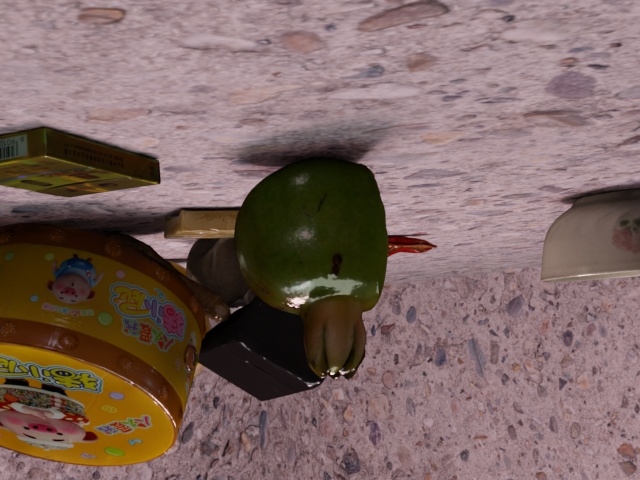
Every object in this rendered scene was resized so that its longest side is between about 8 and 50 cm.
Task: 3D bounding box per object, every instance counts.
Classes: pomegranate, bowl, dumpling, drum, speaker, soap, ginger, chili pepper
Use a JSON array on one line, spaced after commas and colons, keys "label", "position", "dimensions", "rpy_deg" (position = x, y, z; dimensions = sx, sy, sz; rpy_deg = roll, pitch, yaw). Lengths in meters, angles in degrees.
[{"label": "pomegranate", "position": [-0.017, 0.027, 1.042], "dimensions": [0.159, 0.241, 0.190], "rpy_deg": [-5, -169, -11]}, {"label": "bowl", "position": [0.512, -0.007, 1.565], "dimensions": [0.277, 0.145, 0.277], "rpy_deg": [-4, 172, -1]}, {"label": "dumpling", "position": [-0.163, 0.040, 1.634], "dimensions": [0.166, 0.216, 0.126], "rpy_deg": [-32, -133, -29]}, {"label": "drum", "position": [-0.400, 0.179, 1.448], "dimensions": [0.431, 0.214, 0.431], "rpy_deg": [7, 143, 5]}, {"label": "speaker", "position": [-0.079, 0.155, 1.602], "dimensions": [0.180, 0.184, 0.388], "rpy_deg": [34, 157, -11]}, {"label": "soap", "position": [-0.111, -0.027, 1.424], "dimensions": [0.252, 0.037, 0.092], "rpy_deg": [-2, 174, -27]}, {"label": "ginger", "position": [-0.297, 0.057, 1.560], "dimensions": [0.333, 0.081, 0.148], "rpy_deg": [23, 143, 8]}, {"label": "chili pepper", "position": [0.124, 0.013, 1.943], "dimensions": [0.267, 0.059, 0.050], "rpy_deg": [-5, -147, -22]}]

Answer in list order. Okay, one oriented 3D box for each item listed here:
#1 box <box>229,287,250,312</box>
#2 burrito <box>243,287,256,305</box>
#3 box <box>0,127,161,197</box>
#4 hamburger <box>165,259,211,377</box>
[{"label": "box", "position": [-0.179, 0.086, 1.980], "dimensions": [0.163, 0.135, 0.243], "rpy_deg": [-5, 173, -4]}, {"label": "burrito", "position": [-0.019, 0.055, 1.618], "dimensions": [0.139, 0.101, 0.445], "rpy_deg": [30, 148, -7]}, {"label": "box", "position": [-0.262, -0.073, 0.912], "dimensions": [0.121, 0.030, 0.193], "rpy_deg": [-6, 173, 21]}, {"label": "hamburger", "position": [-0.364, 0.188, 2.081], "dimensions": [0.227, 0.295, 0.151], "rpy_deg": [-8, 166, -28]}]
